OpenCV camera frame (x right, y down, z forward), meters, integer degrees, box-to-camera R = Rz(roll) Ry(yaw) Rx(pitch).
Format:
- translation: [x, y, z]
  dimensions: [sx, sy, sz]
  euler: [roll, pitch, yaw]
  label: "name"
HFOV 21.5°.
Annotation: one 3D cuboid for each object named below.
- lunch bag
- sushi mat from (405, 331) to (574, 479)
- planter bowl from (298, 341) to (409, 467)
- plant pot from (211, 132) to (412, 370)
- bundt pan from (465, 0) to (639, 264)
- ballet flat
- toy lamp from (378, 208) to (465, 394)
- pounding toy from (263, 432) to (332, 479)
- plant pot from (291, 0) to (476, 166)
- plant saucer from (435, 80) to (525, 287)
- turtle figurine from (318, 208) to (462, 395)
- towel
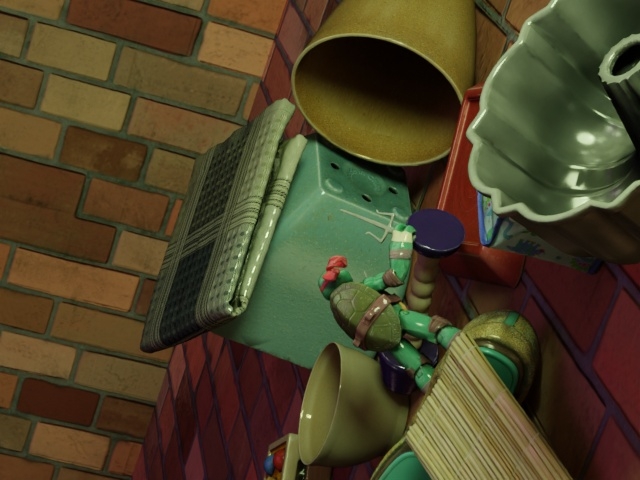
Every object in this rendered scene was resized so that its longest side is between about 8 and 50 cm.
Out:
- translation: [0.229, -0.054, 1.713]
  dimensions: [0.096, 0.129, 0.151]
  euler: [120, 158, -46]
  label: "lunch bag"
- translation: [0.178, 0.241, 1.635]
  dimensions: [0.316, 0.019, 0.151]
  euler: [56, 134, 45]
  label: "sushi mat"
- translation: [0.048, 0.221, 2.172]
  dimensions: [0.162, 0.109, 0.162]
  euler: [-166, 90, -76]
  label: "planter bowl"
- translation: [0.000, 0.000, 2.335]
  dimensions: [0.252, 0.247, 0.248]
  euler: [-57, 22, 31]
  label: "plant pot"
- translation: [0.285, -0.113, 1.395]
  dimensions: [0.331, 0.124, 0.330]
  euler: [-33, 33, 25]
  label: "bundt pan"
- translation: [0.147, 0.212, 1.840]
  dimensions: [0.123, 0.123, 0.348]
  euler: [-95, 23, -52]
  label: "ballet flat"
- translation: [0.119, 0.082, 2.035]
  dimensions: [0.274, 0.080, 0.080]
  euler: [102, 172, -45]
  label: "toy lamp"
- translation: [-0.049, 0.356, 2.426]
  dimensions: [0.130, 0.100, 0.141]
  euler: [138, 144, -66]
  label: "pounding toy"
- translation: [0.111, -0.270, 2.242]
  dimensions: [0.237, 0.237, 0.254]
  euler: [-56, 10, 53]
  label: "plant pot"
- translation: [0.201, -0.081, 2.014]
  dimensions: [0.258, 0.048, 0.259]
  euler: [-169, 94, -76]
  label: "plant saucer"
- translation: [0.078, 0.083, 1.923]
  dimensions: [0.118, 0.234, 0.175]
  euler: [-36, -23, -36]
  label: "turtle figurine"
- translation: [-0.132, -0.012, 2.295]
  dimensions: [0.312, 0.056, 0.324]
  euler: [-27, 43, 59]
  label: "towel"
